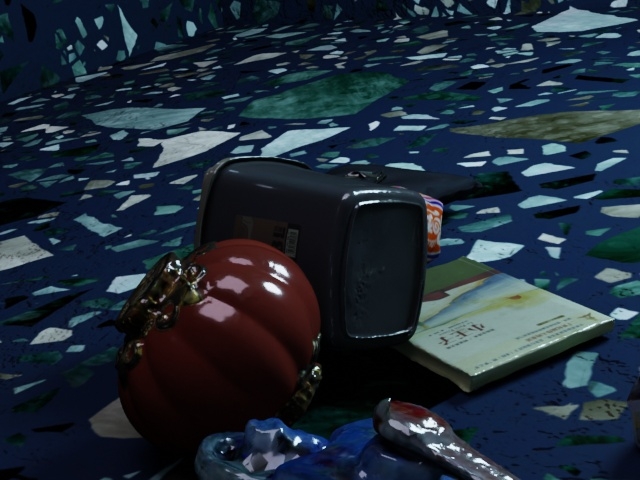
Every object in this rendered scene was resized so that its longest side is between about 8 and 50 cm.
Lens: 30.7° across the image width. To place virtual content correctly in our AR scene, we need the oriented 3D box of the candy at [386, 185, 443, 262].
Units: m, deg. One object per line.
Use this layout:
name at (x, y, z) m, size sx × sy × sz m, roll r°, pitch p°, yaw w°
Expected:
candy at (0.000, 0.000, 1.580) m, size 0.365 × 0.124 × 0.124 m, roll -5°, pitch 17°, yaw 37°

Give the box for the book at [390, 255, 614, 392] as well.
book at (0.166, 0.087, 1.335) m, size 0.201 × 0.026 × 0.289 m, roll -18°, pitch 20°, yaw -25°

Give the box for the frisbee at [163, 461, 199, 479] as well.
frisbee at (-0.058, 0.237, 1.030) m, size 0.187 × 0.012 × 0.211 m, roll -10°, pitch 18°, yaw -4°

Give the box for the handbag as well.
handbag at (0.077, -0.064, 1.720) m, size 0.254 × 0.089 × 0.211 m, roll 7°, pitch 19°, yaw 40°

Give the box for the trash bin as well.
trash bin at (-0.026, 0.014, 1.322) m, size 0.182 × 0.210 × 0.290 m, roll 2°, pitch 6°, yaw -42°

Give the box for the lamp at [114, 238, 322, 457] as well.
lamp at (-0.093, 0.108, 1.139) m, size 0.226 × 0.227 × 0.227 m, roll -8°, pitch 19°, yaw 3°

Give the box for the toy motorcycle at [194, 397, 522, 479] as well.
toy motorcycle at (0.066, 0.225, 0.839) m, size 0.182 × 0.241 × 0.319 m, roll -55°, pitch 38°, yaw -5°

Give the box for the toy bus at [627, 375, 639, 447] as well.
toy bus at (0.354, 0.151, 0.999) m, size 0.172 × 0.072 × 0.057 m, roll 2°, pitch 20°, yaw 33°
